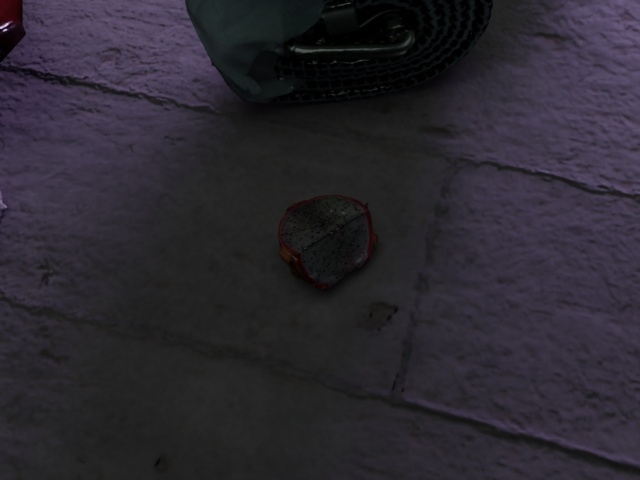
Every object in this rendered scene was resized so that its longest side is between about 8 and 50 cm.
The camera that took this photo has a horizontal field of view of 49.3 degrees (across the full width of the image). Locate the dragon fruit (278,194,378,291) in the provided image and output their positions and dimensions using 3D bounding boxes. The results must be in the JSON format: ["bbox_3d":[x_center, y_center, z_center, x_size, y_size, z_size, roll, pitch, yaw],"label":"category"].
[{"bbox_3d":[0.000,0.000,0.577,0.083,0.056,0.060,-36,45,-18],"label":"dragon fruit"}]

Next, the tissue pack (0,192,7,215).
[{"bbox_3d":[-0.414,-0.019,0.576,0.235,0.073,0.173,5,35,7],"label":"tissue pack"}]

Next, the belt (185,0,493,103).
[{"bbox_3d":[0.010,-0.224,0.592,0.257,0.207,0.150,-3,63,-5],"label":"belt"}]

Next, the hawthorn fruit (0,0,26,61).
[{"bbox_3d":[-0.387,-0.212,0.597,0.215,0.249,0.216,-14,65,32],"label":"hawthorn fruit"}]
